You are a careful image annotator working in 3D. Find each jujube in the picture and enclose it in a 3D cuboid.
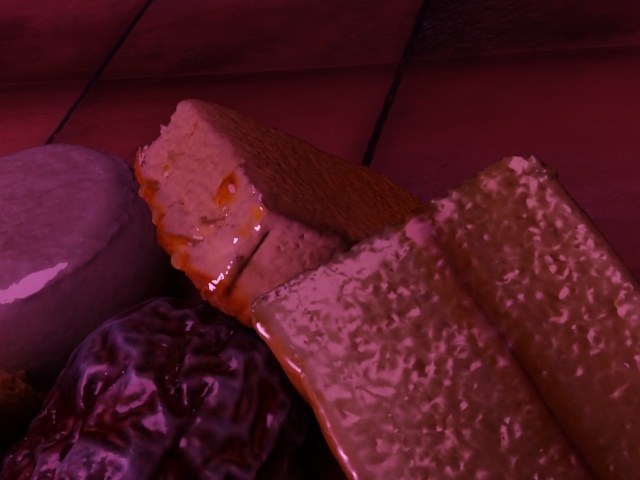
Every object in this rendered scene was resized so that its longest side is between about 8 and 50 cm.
[{"bbox_3d":[-0.136,0.196,0.595,0.226,0.226,0.317,6,48,28],"label":"jujube"}]

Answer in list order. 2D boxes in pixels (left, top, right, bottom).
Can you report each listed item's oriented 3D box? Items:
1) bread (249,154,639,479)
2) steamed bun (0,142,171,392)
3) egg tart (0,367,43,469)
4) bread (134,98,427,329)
[{"bbox_3d":[0.159,0.159,0.493,0.233,0.245,0.362,-30,41,-7],"label":"bread"},{"bbox_3d":[-0.280,0.040,0.830,0.283,0.177,0.283,-11,38,8],"label":"steamed bun"},{"bbox_3d":[-0.335,0.217,0.613,0.128,0.319,0.319,27,57,0],"label":"egg tart"},{"bbox_3d":[0.000,0.000,0.678,0.114,0.274,0.185,-55,43,16],"label":"bread"}]
